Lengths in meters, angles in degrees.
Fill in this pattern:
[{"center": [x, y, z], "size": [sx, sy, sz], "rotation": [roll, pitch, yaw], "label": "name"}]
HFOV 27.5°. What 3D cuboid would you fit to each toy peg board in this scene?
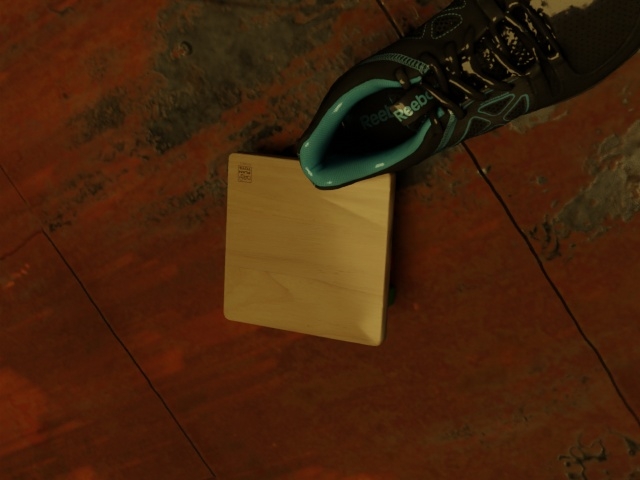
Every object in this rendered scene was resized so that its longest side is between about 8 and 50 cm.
[{"center": [0.000, 0.000, 1.220], "size": [0.161, 0.079, 0.161], "rotation": [8, 104, 22], "label": "toy peg board"}]

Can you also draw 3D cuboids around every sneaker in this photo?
[{"center": [0.126, -0.131, 1.029], "size": [0.341, 0.139, 0.125], "rotation": [-32, 98, 35], "label": "sneaker"}]
